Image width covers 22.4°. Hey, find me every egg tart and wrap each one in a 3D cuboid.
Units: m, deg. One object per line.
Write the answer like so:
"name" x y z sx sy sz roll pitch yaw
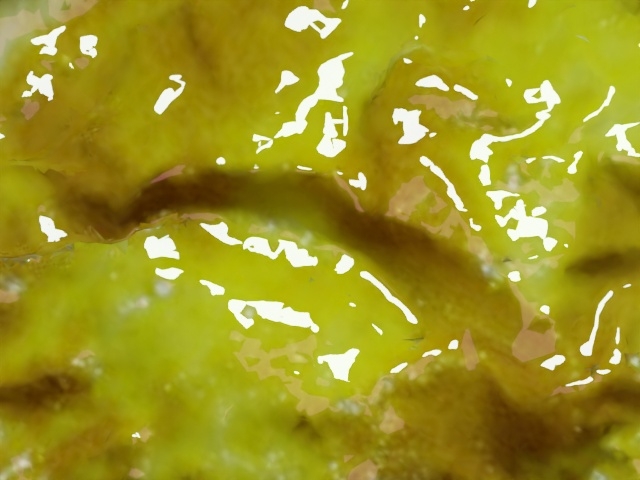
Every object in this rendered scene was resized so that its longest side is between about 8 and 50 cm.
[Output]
"egg tart" -0.001 0.000 0.564 0.341 0.132 0.341 -3 106 -10
